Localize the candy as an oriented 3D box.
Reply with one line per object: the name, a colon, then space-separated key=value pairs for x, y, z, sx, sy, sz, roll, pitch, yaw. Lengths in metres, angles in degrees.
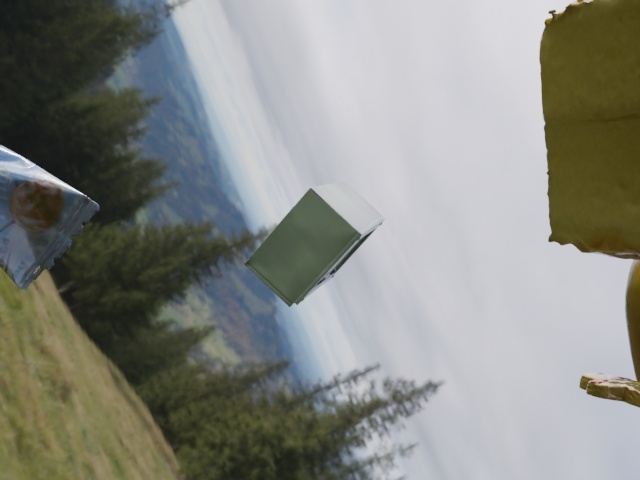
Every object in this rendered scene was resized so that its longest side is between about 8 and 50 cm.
candy: x=-0.249 y=-0.029 z=0.707 sx=0.136 sy=0.088 sz=0.038 roll=35 pitch=-6 yaw=5

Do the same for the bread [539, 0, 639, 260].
bread: x=0.333 y=-0.092 z=0.632 sx=0.279 sy=0.279 sz=0.207 roll=-168 pitch=-109 yaw=-67

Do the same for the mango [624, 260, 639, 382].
mango: x=0.564 y=0.152 z=1.419 sx=0.211 sy=0.172 sz=0.317 roll=4 pitch=70 yaw=-68

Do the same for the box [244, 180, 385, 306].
box: x=0.000 y=0.000 z=1.213 sx=0.086 sy=0.129 sz=0.225 roll=43 pitch=12 yaw=5

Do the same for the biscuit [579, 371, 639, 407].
biscuit: x=0.440 y=0.210 z=1.244 sx=0.234 sy=0.153 sz=0.030 roll=-173 pitch=-86 yaw=-73
